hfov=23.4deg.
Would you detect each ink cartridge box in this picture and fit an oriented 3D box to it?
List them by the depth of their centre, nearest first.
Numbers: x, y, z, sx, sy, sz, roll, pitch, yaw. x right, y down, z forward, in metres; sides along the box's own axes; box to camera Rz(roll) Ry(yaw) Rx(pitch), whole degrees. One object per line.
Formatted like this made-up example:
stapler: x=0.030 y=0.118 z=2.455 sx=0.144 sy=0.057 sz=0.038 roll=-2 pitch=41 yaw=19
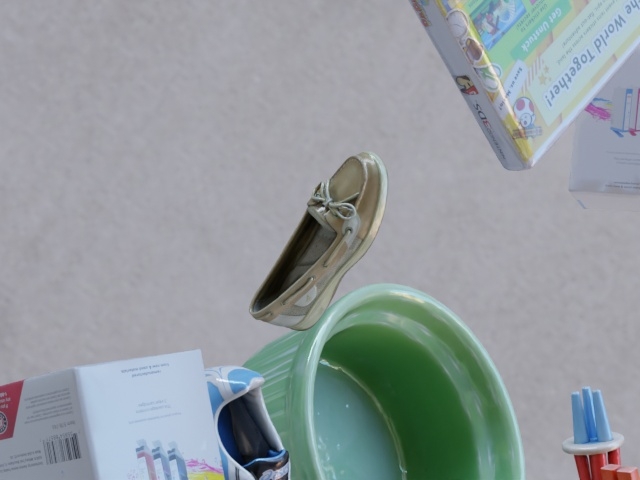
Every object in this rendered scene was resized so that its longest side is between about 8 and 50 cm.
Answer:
ink cartridge box: x=-0.157 y=0.182 z=1.146 sx=0.127 sy=0.128 sz=0.176 roll=-4 pitch=81 yaw=-49
ink cartridge box: x=0.256 y=-0.099 z=1.247 sx=0.090 sy=0.143 sz=0.092 roll=4 pitch=-7 yaw=18

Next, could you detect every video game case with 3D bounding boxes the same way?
video game case: x=0.127 y=-0.188 z=0.877 sx=0.026 sy=0.227 sz=0.206 roll=0 pitch=-51 yaw=51

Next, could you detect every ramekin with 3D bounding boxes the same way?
ramekin: x=0.044 y=0.205 z=1.466 sx=0.303 sy=0.148 sz=0.303 roll=23 pitch=56 yaw=-39

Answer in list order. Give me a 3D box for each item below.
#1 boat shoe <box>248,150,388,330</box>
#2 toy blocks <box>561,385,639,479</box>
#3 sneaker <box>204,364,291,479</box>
boat shoe: x=-0.001 y=-0.001 z=1.164 sx=0.048 sy=0.153 sz=0.056 roll=14 pitch=26 yaw=-41
toy blocks: x=0.236 y=0.199 z=1.253 sx=0.123 sy=0.054 sz=0.148 roll=-143 pitch=-138 yaw=-82
sneaker: x=-0.055 y=0.218 z=1.258 sx=0.086 sy=0.237 sz=0.085 roll=-10 pitch=8 yaw=46
